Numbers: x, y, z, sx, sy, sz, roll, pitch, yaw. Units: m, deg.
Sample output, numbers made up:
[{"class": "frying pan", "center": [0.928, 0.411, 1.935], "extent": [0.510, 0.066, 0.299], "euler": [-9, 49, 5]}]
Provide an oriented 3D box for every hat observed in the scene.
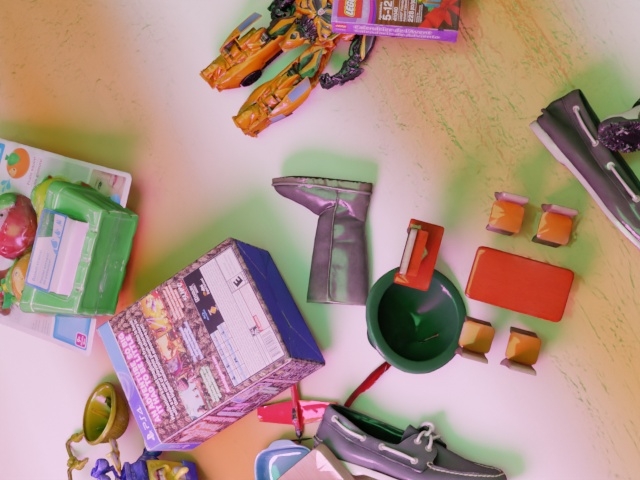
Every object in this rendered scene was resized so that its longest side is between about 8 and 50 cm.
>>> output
[{"class": "hat", "center": [0.109, 0.151, 1.725], "extent": [0.208, 0.183, 0.173], "euler": [-30, 88, -28]}]

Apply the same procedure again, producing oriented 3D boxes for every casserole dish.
[{"class": "casserole dish", "center": [-0.046, 0.423, 1.759], "extent": [0.114, 0.037, 0.188], "euler": [-11, 85, 18]}]

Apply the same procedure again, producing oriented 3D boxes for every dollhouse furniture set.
[{"class": "dollhouse furniture set", "center": [0.246, 0.051, 1.588], "extent": [0.259, 0.135, 0.262], "euler": [15, 90, 1]}]

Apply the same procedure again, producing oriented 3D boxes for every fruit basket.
[{"class": "fruit basket", "center": [-0.509, 0.001, 1.873], "extent": [0.353, 0.165, 0.327], "euler": [16, 93, 22]}]

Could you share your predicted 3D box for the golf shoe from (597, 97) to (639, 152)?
[{"class": "golf shoe", "center": [0.480, -0.186, 1.558], "extent": [0.198, 0.077, 0.094], "euler": [-7, 63, -25]}]

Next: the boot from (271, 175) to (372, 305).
[{"class": "boot", "center": [-0.002, 0.000, 1.753], "extent": [0.190, 0.076, 0.208], "euler": [8, 97, 21]}]

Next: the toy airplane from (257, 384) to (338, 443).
[{"class": "toy airplane", "center": [-0.040, 0.263, 1.768], "extent": [0.151, 0.028, 0.151], "euler": [-1, 87, 19]}]

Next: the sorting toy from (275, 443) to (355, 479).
[{"class": "sorting toy", "center": [-0.011, 0.497, 1.661], "extent": [0.257, 0.089, 0.255], "euler": [49, 119, 6]}]

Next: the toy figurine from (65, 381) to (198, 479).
[{"class": "toy figurine", "center": [-0.294, 0.422, 1.800], "extent": [0.191, 0.217, 0.362], "euler": [-61, 28, 21]}]

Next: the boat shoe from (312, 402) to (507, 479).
[{"class": "boat shoe", "center": [0.140, 0.330, 1.658], "extent": [0.320, 0.116, 0.099], "euler": [9, 91, 21]}]

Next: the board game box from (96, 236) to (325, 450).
[{"class": "board game box", "center": [-0.181, 0.175, 1.744], "extent": [0.291, 0.141, 0.232], "euler": [-33, 69, 15]}]

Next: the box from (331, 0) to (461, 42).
[{"class": "box", "center": [0.131, -0.469, 1.687], "extent": [0.201, 0.057, 0.293], "euler": [5, 81, 5]}]

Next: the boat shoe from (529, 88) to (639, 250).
[{"class": "boat shoe", "center": [0.449, -0.087, 1.575], "extent": [0.095, 0.112, 0.335], "euler": [-44, 72, 17]}]

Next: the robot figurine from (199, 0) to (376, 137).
[{"class": "robot figurine", "center": [-0.050, -0.316, 1.770], "extent": [0.291, 0.085, 0.211], "euler": [-39, 77, 13]}]
